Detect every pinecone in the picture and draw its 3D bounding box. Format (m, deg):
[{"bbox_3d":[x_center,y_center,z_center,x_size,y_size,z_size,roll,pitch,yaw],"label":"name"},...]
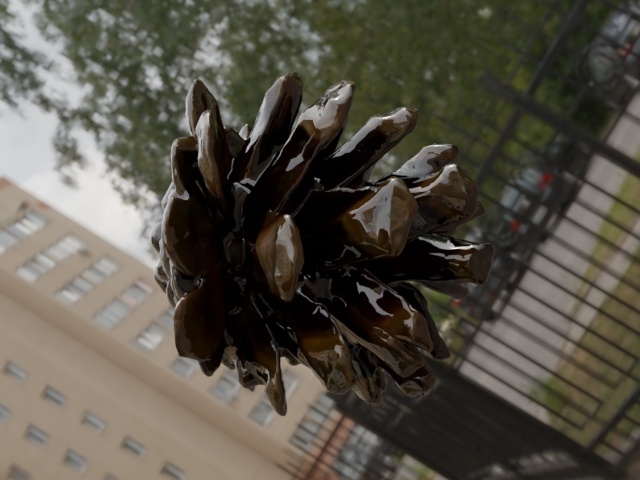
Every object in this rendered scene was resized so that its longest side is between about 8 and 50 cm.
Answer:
[{"bbox_3d":[0.003,0.001,0.724,0.229,0.201,0.202,-53,-20,-71],"label":"pinecone"}]
